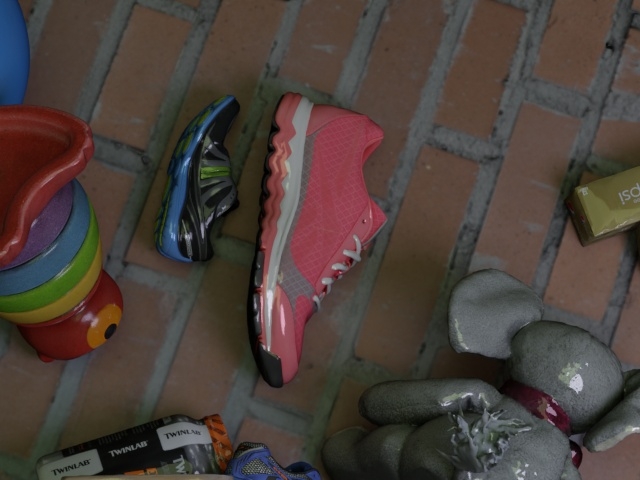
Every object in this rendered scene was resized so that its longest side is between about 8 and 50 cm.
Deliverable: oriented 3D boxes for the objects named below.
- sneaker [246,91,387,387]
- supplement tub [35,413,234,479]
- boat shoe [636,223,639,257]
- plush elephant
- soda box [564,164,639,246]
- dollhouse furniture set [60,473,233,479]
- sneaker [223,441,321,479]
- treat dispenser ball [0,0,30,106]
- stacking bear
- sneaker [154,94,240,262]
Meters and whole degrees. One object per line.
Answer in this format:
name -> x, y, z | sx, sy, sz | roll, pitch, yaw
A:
sneaker -> 0.000, -0.001, 1.806 | 0.136, 0.116, 0.314 | 7, 77, -3
supplement tub -> -0.179, 0.244, 1.738 | 0.190, 0.117, 0.117 | -17, 79, -9
boat shoe -> 0.387, 0.037, 1.840 | 0.048, 0.056, 0.153 | -37, 98, -23
plush elephant -> 0.193, 0.183, 1.713 | 0.272, 0.330, 0.255 | 44, 60, 14
soda box -> 0.358, -0.053, 1.864 | 0.181, 0.061, 0.058 | -20, 80, -7
dollhouse furniture set -> -0.096, 0.407, 1.566 | 0.256, 0.394, 0.362 | 0, 77, -4
sneaker -> -0.012, 0.264, 1.721 | 0.221, 0.083, 0.087 | 36, 54, -39
treat dispenser ball -> -0.435, -0.185, 1.734 | 0.288, 0.288, 0.288 | 1, 77, -3
stacking bear -> -0.278, 0.016, 1.704 | 0.164, 0.289, 0.175 | 21, 64, 27
sneaker -> -0.120, -0.064, 1.847 | 0.078, 0.067, 0.188 | 20, 74, -20
